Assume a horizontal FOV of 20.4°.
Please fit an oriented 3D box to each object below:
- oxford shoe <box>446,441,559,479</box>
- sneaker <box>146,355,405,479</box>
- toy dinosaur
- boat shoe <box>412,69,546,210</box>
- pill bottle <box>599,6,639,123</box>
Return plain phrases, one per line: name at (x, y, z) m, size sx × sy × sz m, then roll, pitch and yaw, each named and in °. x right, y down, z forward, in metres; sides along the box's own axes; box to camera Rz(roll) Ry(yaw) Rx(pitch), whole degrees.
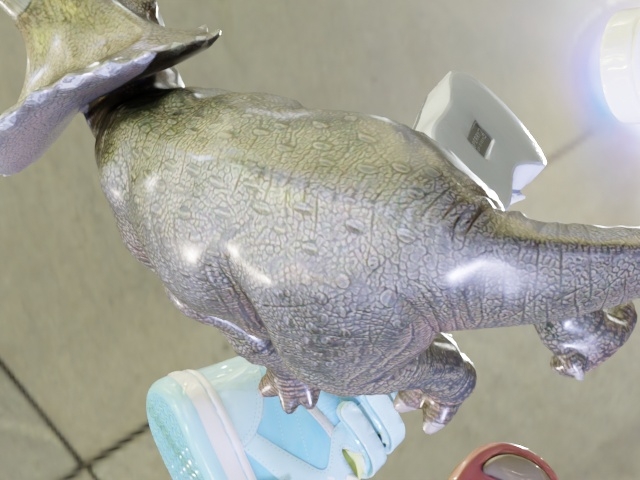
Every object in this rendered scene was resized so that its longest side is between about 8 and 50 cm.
oxford shoe at (0.049, 0.282, 1.017) m, size 0.123 × 0.130 × 0.348 m, roll 27°, pitch 69°, yaw -20°
sneaker at (0.013, 0.221, 1.480) m, size 0.208 × 0.127 × 0.319 m, roll -25°, pitch 86°, yaw -26°
toy dinosaur at (0.000, 0.000, 0.556) m, size 0.313 × 0.160 × 0.121 m, roll 32°, pitch 91°, yaw 39°
boat shoe at (0.105, -0.044, 1.633) m, size 0.136 × 0.156 × 0.367 m, roll 46°, pitch 20°, yaw -5°
pill bottle at (0.285, -0.122, 1.193) m, size 0.180 × 0.108 × 0.108 m, roll -1°, pitch 49°, yaw 36°
